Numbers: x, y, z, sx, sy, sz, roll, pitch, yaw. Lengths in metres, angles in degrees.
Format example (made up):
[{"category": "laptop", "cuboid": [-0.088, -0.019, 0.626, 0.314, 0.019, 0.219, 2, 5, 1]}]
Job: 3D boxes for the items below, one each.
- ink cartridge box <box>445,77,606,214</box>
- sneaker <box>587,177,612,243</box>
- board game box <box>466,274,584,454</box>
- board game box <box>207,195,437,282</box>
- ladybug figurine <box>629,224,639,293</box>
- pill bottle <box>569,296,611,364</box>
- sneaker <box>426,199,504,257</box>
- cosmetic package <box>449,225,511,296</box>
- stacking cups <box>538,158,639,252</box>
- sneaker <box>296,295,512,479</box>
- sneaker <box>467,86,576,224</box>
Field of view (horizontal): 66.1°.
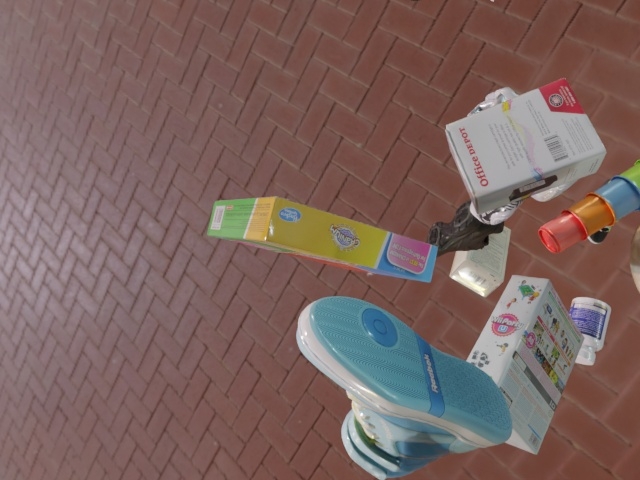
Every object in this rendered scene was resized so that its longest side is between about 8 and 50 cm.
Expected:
[{"category": "ink cartridge box", "cuboid": [0.283, -0.131, 0.703, 0.175, 0.072, 0.128, -20, 68, 12]}, {"category": "sneaker", "cuboid": [0.942, -0.090, 1.608, 0.097, 0.084, 0.235, -117, 32, -66]}, {"category": "board game box", "cuboid": [0.443, 0.264, 1.076, 0.097, 0.224, 0.303, 4, 51, 54]}, {"category": "board game box", "cuboid": [0.000, 0.000, 0.839, 0.242, 0.316, 0.064, 5, 81, 59]}, {"category": "ladybug figurine", "cuboid": [0.792, -0.040, 0.946, 0.449, 0.305, 0.162, -28, 62, -3]}, {"category": "pill bottle", "cuboid": [0.817, 0.280, 1.519, 0.112, 0.112, 0.187, 13, 69, 30]}, {"category": "sneaker", "cuboid": [0.395, -0.007, 1.381, 0.286, 0.130, 0.109, 138, 151, -63]}, {"category": "cosmetic package", "cuboid": [0.602, 0.044, 1.843, 0.160, 0.309, 0.113, 31, 133, 2]}, {"category": "stacking cups", "cuboid": [0.593, -0.087, 1.002, 0.316, 0.096, 0.096, -29, 74, 1]}, {"category": "sneaker", "cuboid": [0.061, 0.206, 0.614, 0.208, 0.319, 0.127, -43, 25, 32]}, {"category": "sneaker", "cuboid": [0.352, -0.162, 0.971, 0.137, 0.366, 0.210, -43, 88, -11]}]
